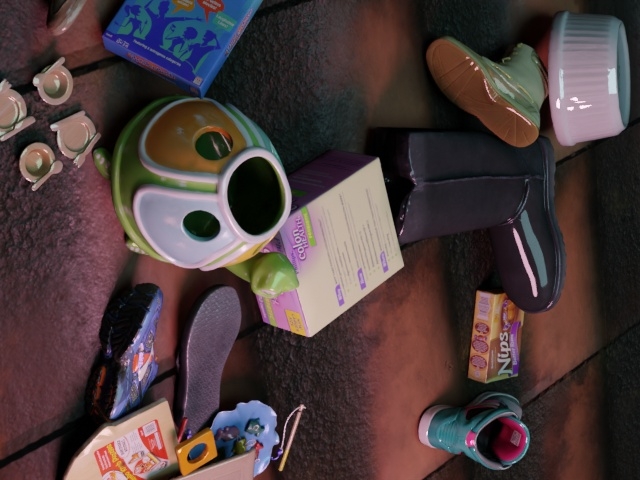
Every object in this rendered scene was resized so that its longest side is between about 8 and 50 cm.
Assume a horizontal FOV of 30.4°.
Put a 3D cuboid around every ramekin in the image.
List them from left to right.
[{"bbox_3d":[0.534,-0.322,2.324,0.273,0.127,0.272,-1,90,-68],"label":"ramekin"}]

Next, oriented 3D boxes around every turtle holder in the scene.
[{"bbox_3d":[-0.160,-0.048,1.704,0.243,0.227,0.320,-20,113,-41],"label":"turtle holder"}]

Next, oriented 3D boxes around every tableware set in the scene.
[{"bbox_3d":[-0.378,-0.158,1.609,0.141,0.020,0.168,-44,127,-29],"label":"tableware set"}]

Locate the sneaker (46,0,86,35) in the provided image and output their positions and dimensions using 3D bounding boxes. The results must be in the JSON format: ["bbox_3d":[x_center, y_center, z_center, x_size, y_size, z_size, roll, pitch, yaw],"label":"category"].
[{"bbox_3d":[-0.338,-0.367,1.579,0.071,0.066,0.188,28,74,-28],"label":"sneaker"}]

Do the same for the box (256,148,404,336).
[{"bbox_3d":[0.000,0.000,1.954,0.243,0.117,0.213,-36,123,-34],"label":"box"}]

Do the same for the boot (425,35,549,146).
[{"bbox_3d":[0.321,-0.318,2.202,0.262,0.095,0.203,39,43,-10],"label":"boot"}]

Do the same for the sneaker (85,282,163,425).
[{"bbox_3d":[-0.280,0.167,1.755,0.087,0.083,0.221,11,101,-52],"label":"sneaker"}]

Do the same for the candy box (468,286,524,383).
[{"bbox_3d":[0.360,0.190,2.403,0.109,0.053,0.186,-4,102,-44],"label":"candy box"}]

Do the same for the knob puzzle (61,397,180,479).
[{"bbox_3d":[-0.307,0.330,1.770,0.213,0.030,0.213,-23,136,-24],"label":"knob puzzle"}]

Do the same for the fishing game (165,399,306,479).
[{"bbox_3d":[-0.139,0.351,1.935,0.264,0.041,0.189,5,112,-45],"label":"fishing game"}]

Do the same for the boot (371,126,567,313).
[{"bbox_3d":[0.274,-0.028,2.178,0.445,0.146,0.367,-4,88,-49],"label":"boot"}]

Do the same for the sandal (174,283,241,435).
[{"bbox_3d":[-0.193,0.185,1.861,0.097,0.054,0.254,1,110,-42],"label":"sandal"}]

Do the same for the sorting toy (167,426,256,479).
[{"bbox_3d":[-0.193,0.420,1.886,0.196,0.047,0.347,-18,130,-33],"label":"sorting toy"}]

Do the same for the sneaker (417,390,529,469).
[{"bbox_3d":[0.354,0.374,2.352,0.296,0.178,0.123,-5,103,-44],"label":"sneaker"}]

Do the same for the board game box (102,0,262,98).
[{"bbox_3d":[-0.185,-0.327,1.668,0.210,0.160,0.047,-61,175,-16],"label":"board game box"}]
